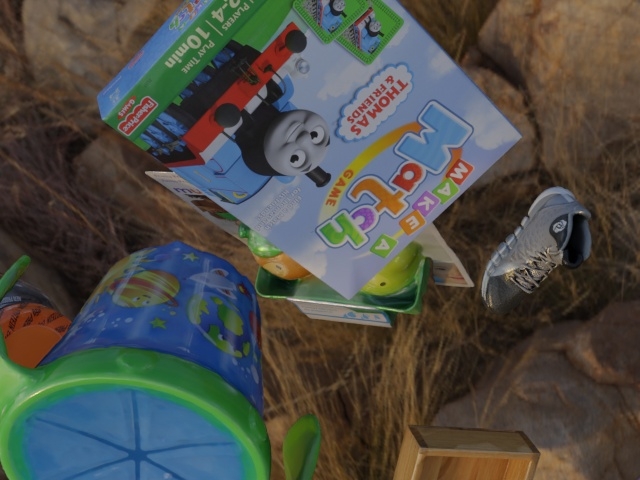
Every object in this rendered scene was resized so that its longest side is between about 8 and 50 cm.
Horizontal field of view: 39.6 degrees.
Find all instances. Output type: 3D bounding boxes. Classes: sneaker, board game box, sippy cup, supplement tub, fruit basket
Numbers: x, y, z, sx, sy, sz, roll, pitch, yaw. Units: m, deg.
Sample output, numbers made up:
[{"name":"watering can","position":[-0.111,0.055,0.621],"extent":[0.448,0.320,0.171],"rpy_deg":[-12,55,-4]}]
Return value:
[{"name":"sneaker","position":[0.336,0.034,1.363],"extent":[0.229,0.086,0.132],"rpy_deg":[-62,23,14]},{"name":"board game box","position":[0.001,-0.074,0.536],"extent":[0.160,0.211,0.039],"rpy_deg":[-44,36,12]},{"name":"sippy cup","position":[-0.151,0.128,0.836],"extent":[0.240,0.306,0.224],"rpy_deg":[-13,35,13]},{"name":"supplement tub","position":[-0.458,0.129,1.111],"extent":[0.338,0.207,0.207],"rpy_deg":[12,61,38]},{"name":"fruit basket","position":[0.000,0.000,1.124],"extent":[0.327,0.353,0.166],"rpy_deg":[5,77,24]}]

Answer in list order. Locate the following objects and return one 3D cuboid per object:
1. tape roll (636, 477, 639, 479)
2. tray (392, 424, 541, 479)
[{"name":"tape roll","position":[0.406,0.322,0.939],"extent":[0.189,0.189,0.080],"rpy_deg":[-27,23,-2]},{"name":"tray","position":[0.196,0.495,1.436],"extent":[0.202,0.411,0.076],"rpy_deg":[6,20,-16]}]
